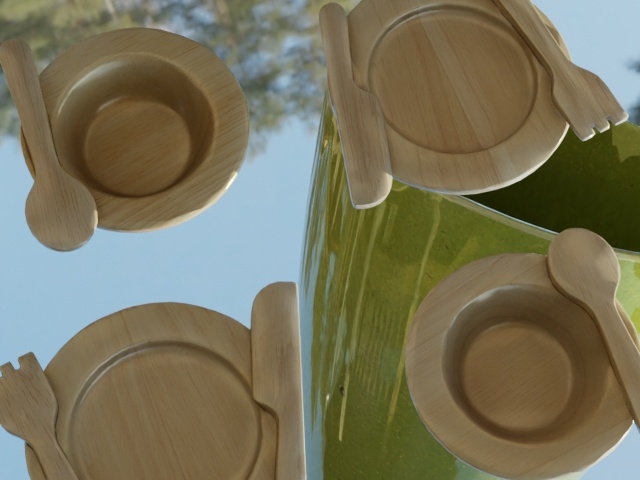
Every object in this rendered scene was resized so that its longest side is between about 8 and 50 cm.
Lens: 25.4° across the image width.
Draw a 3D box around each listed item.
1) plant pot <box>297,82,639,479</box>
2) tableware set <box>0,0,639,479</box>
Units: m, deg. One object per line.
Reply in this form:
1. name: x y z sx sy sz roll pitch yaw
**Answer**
1. plant pot: 0.093 0.072 0.918 0.275 0.293 0.275 15 -156 -7
2. tableware set: 0.000 0.000 0.340 0.169 0.020 0.141 -12 -112 -8
